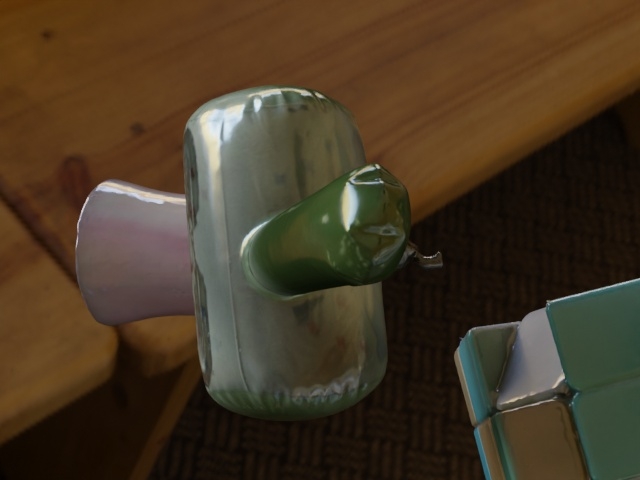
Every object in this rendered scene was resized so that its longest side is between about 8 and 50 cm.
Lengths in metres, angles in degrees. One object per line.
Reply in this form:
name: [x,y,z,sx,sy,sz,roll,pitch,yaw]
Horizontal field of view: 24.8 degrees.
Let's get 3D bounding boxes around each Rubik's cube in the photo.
Rubik's cube: [0.215,0.140,0.967,0.265,0.224,0.213,-15,79,0]

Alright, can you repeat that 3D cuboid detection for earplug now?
earplug: [-0.105,0.015,1.652,0.301,0.172,0.172,1,46,20]

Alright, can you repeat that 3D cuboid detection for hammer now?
hammer: [0.000,0.000,0.796,0.118,0.335,0.207,-6,87,-13]
